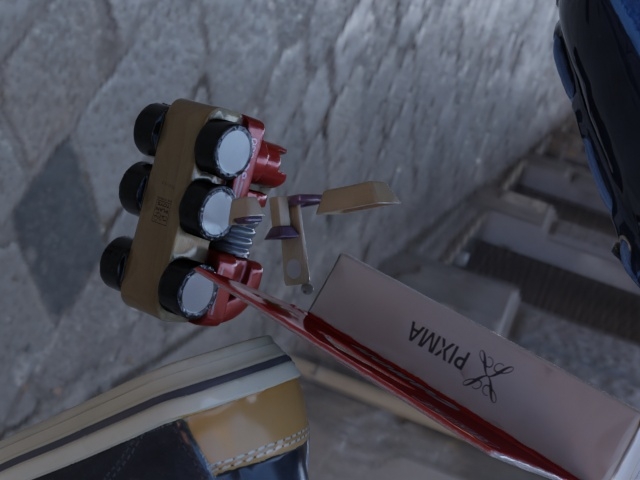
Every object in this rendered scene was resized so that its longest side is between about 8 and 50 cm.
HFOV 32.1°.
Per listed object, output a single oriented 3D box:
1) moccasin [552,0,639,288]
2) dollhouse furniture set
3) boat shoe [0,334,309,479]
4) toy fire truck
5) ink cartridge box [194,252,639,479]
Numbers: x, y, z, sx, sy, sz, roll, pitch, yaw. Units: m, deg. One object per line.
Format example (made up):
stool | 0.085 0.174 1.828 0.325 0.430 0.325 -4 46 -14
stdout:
moccasin | 0.216 -0.014 0.574 0.117 0.138 0.342 109 -28 -64
dollhouse furniture set | 0.000 0.000 0.875 0.091 0.114 0.081 -1 84 -49
boat shoe | -0.192 0.220 0.833 0.500 0.156 0.187 -28 171 36
toy fire truck | -0.103 -0.026 1.188 0.246 0.158 0.217 10 96 -53
ink cartridge box | 0.094 0.086 0.775 0.261 0.296 0.066 31 88 -45
